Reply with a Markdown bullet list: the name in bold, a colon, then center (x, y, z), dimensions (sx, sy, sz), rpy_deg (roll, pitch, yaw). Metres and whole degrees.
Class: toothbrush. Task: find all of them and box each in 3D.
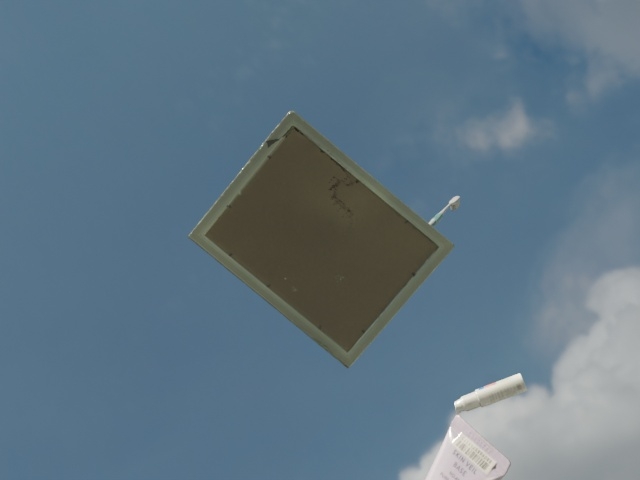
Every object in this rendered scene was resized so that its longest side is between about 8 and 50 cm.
- **toothbrush**: center (0.156, -0.024, 1.297), dimensions (0.167, 0.011, 0.014), rpy_deg (-39, -56, -50)

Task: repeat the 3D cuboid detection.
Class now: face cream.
- **face cream**: center (0.297, 0.272, 1.680), dimensions (0.130, 0.034, 0.034), rpy_deg (-23, -57, 6)
- **face cream**: center (0.239, 0.478, 1.768), dimensions (0.096, 0.154, 0.274), rpy_deg (17, -75, -39)

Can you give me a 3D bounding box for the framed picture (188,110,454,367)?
- **framed picture**: center (0.000, 0.000, 1.222), dimensions (0.273, 0.016, 0.216), rpy_deg (41, -81, -2)
